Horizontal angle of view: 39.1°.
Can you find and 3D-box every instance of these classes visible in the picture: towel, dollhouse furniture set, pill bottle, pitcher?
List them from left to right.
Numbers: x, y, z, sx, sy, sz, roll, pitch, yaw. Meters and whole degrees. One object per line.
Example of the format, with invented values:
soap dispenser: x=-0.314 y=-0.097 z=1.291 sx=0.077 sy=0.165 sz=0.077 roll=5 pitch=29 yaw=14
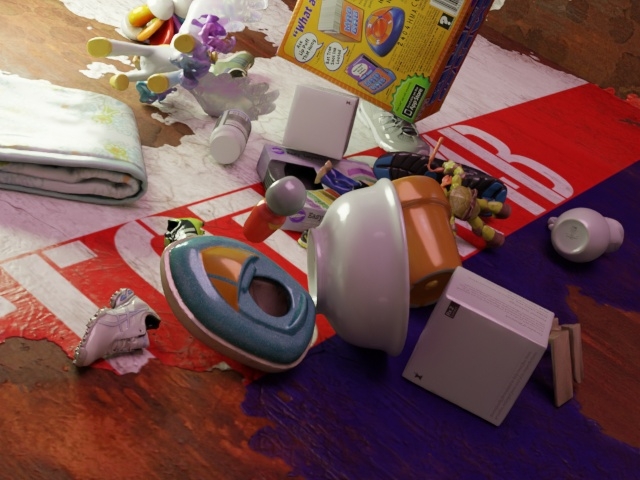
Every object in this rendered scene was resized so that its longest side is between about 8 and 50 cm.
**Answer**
towel: x=-0.515 y=-0.200 z=1.663 sx=0.374 sy=0.090 sz=0.320 roll=9 pitch=33 yaw=-23
pill bottle: x=-0.193 y=-0.221 z=1.924 sx=0.078 sy=0.078 sz=0.137 roll=19 pitch=30 yaw=-6
dollhouse furniture set: x=0.399 y=0.216 z=1.660 sx=0.151 sy=0.123 sz=0.144 roll=0 pitch=10 yaw=42
pitcher: x=0.595 y=-0.020 z=2.108 sx=0.178 sy=0.125 sz=0.207 roll=15 pitch=12 yaw=32

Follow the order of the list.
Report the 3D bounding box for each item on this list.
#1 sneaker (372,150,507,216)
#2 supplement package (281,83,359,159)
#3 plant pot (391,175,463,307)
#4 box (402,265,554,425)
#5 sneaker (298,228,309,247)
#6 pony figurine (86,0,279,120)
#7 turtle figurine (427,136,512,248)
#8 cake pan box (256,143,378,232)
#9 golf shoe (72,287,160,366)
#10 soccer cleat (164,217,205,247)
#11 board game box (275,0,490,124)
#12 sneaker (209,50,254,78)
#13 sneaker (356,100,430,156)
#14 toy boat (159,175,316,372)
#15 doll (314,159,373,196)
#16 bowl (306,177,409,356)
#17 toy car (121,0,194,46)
sneaker: x=0.256 y=-0.131 z=2.070 sx=0.341 sy=0.125 sz=0.139 roll=14 pitch=14 yaw=-27
supplement package: x=0.004 y=-0.265 z=1.987 sx=0.134 sy=0.139 sz=0.244 roll=14 pitch=10 yaw=2
plant pot: x=0.172 y=0.015 z=1.689 sx=0.205 sy=0.205 sz=0.188 roll=-1 pitch=53 yaw=-35
box: x=0.258 y=0.171 z=1.479 sx=0.182 sy=0.181 sz=0.119 roll=27 pitch=30 yaw=8
sneaker: x=0.000 y=0.000 z=1.735 sx=0.083 sy=0.035 sz=0.031 roll=8 pitch=33 yaw=-24
pony figurine: x=-0.288 y=-0.400 z=1.970 sx=0.351 sy=0.303 sz=0.363 roll=-1 pitch=13 yaw=10
turtle figurine: x=0.313 y=-0.083 z=1.943 sx=0.217 sy=0.087 sz=0.269 roll=23 pitch=61 yaw=-28
cake pan box: x=0.009 y=-0.096 z=1.870 sx=0.267 sy=0.070 sz=0.246 roll=9 pitch=30 yaw=-22
golf shoe: x=-0.287 y=0.133 z=1.295 sx=0.086 sy=0.069 sz=0.176 roll=30 pitch=31 yaw=1
soccer cleat: x=-0.230 y=0.015 z=1.542 sx=0.072 sy=0.060 sz=0.179 roll=3 pitch=27 yaw=-14
board game box: x=0.171 y=-0.523 z=2.105 sx=0.356 sy=0.356 sz=0.356 roll=29 pitch=20 yaw=9
sneaker: x=-0.212 y=-0.421 z=2.266 sx=0.086 sy=0.064 sz=0.192 roll=41 pitch=34 yaw=16
sneaker: x=0.186 y=-0.303 z=2.277 sx=0.105 sy=0.115 sz=0.281 roll=-3 pitch=38 yaw=-37
toy boat: x=-0.104 y=0.035 z=1.405 sx=0.267 sy=0.148 sz=0.318 roll=31 pitch=44 yaw=-16
doll: x=0.082 y=-0.090 z=1.794 sx=0.189 sy=0.046 sz=0.129 roll=28 pitch=30 yaw=6
bowl: x=0.051 y=0.048 z=1.480 sx=0.134 sy=0.298 sz=0.298 roll=-4 pitch=34 yaw=-7
toy car: x=-0.395 y=-0.540 z=2.273 sx=0.182 sy=0.159 sz=0.136 roll=-24 pitch=87 yaw=-53
